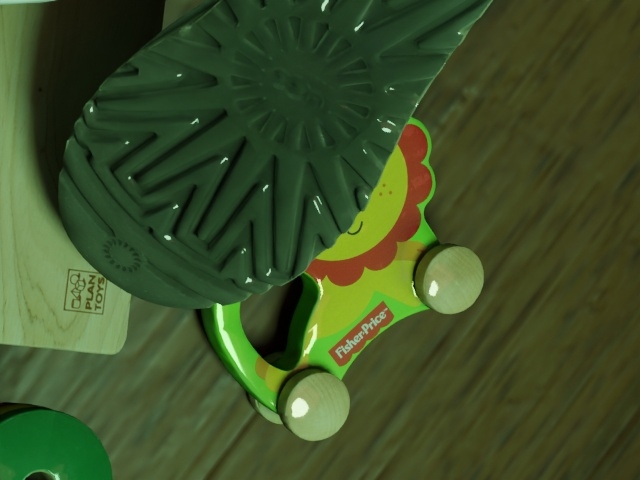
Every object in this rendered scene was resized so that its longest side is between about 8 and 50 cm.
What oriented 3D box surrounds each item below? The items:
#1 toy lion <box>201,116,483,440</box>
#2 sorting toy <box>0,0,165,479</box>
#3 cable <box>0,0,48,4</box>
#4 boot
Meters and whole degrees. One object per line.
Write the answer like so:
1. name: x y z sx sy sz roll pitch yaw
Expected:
1. toy lion: 0.000 0.000 0.630 0.100 0.034 0.096 -43 115 -13
2. sorting toy: -0.113 -0.051 0.525 0.132 0.046 0.274 8 88 -33
3. cable: -0.096 -0.182 0.454 0.257 0.089 0.257 -10 98 -31
4. boot: 0.024 -0.089 0.548 0.076 0.208 0.190 42 121 -11
